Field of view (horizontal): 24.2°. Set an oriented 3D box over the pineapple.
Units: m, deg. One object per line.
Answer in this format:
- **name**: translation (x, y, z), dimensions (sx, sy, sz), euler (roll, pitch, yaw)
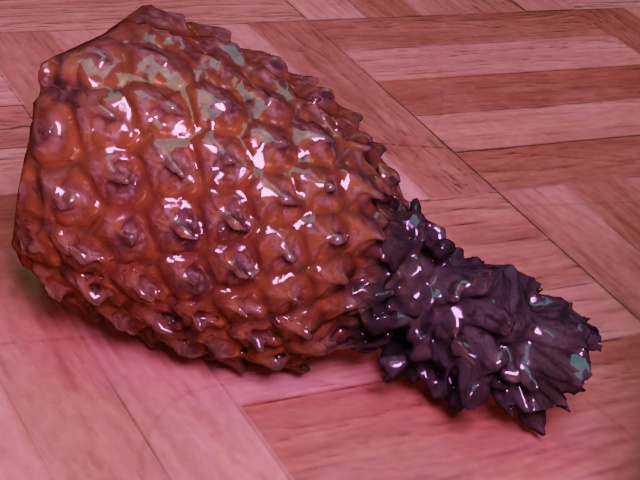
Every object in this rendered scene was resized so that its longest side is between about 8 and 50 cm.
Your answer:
- **pineapple**: translation (0.000, 0.000, 0.920), dimensions (0.362, 0.202, 0.202), euler (22, 31, 3)
